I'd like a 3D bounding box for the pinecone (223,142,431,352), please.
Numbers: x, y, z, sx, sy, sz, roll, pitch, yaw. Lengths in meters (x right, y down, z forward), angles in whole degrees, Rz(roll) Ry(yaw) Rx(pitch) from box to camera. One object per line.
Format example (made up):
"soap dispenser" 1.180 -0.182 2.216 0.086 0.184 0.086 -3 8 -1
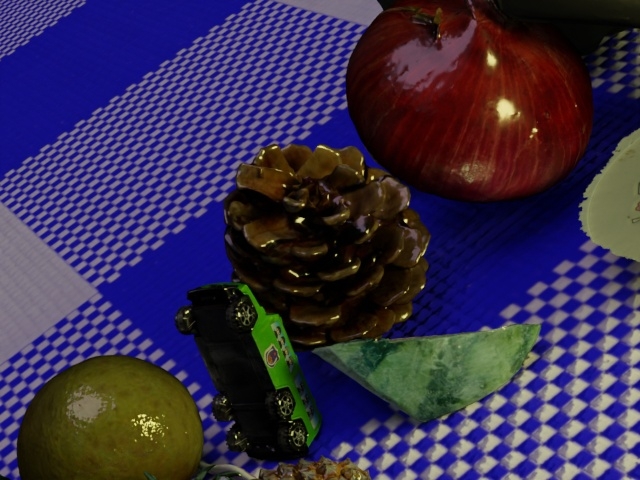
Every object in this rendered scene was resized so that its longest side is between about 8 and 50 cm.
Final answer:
"pinecone" -0.002 -0.001 1.172 0.179 0.204 0.184 -41 42 -14

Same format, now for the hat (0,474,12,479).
"hat" -0.342 0.260 1.080 0.242 0.274 0.332 -27 -1 -16

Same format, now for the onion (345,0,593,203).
"onion" 0.145 -0.139 1.234 0.248 0.248 0.161 -52 9 -35

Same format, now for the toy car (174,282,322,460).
"toy car" -0.056 0.104 1.105 0.071 0.165 0.062 -7 24 36

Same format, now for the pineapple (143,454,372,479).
"pineapple" -0.047 0.214 0.995 0.221 0.083 0.103 -10 73 26

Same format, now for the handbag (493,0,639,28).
"handbag" 0.292 -0.252 1.200 0.275 0.088 0.244 12 40 4

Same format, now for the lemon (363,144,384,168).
"lemon" 0.094 -0.118 1.367 0.109 0.109 0.133 -42 46 -21

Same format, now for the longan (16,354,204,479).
"longan" -0.174 0.180 1.127 0.145 0.176 0.155 -8 -25 -42

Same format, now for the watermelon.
"watermelon" 0.088 0.097 1.084 0.180 0.081 0.094 -2 20 15

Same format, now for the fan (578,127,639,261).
"fan" 0.386 -0.078 0.998 0.415 0.012 0.233 -18 32 27

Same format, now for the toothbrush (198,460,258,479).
"toothbrush" -0.065 0.199 1.110 0.204 0.017 0.022 18 73 54

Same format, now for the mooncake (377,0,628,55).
"mooncake" 0.219 -0.317 1.490 0.351 0.187 0.351 -26 26 14
